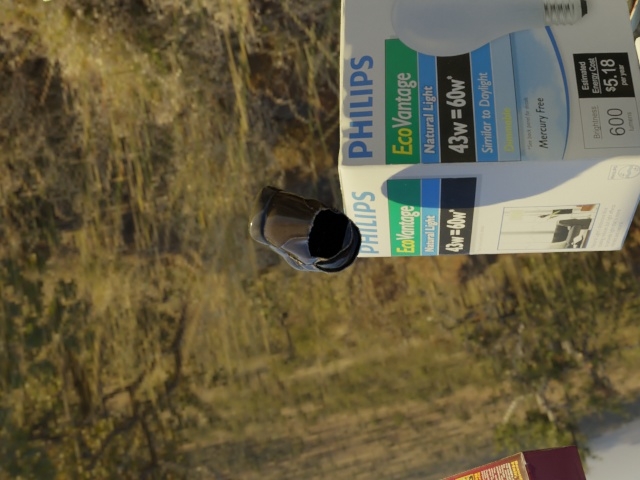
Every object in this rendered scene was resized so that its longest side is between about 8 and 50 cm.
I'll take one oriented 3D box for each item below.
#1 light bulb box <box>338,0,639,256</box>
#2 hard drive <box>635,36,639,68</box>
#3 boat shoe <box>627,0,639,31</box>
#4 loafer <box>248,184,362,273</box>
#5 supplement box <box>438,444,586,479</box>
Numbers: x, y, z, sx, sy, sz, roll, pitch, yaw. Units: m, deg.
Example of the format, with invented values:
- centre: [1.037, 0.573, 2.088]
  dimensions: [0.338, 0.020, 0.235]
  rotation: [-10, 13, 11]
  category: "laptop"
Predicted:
- centre: [0.208, -0.182, 1.257]
  dimensions: [0.361, 0.358, 0.225]
  rotation: [-2, 150, 5]
  category: "light bulb box"
- centre: [0.446, -0.052, 0.882]
  dimensions: [0.233, 0.353, 0.047]
  rotation: [-13, 163, 17]
  category: "hard drive"
- centre: [0.519, -0.405, 1.610]
  dimensions: [0.043, 0.137, 0.049]
  rotation: [12, 160, 24]
  category: "boat shoe"
- centre: [0.000, 0.000, 1.053]
  dimensions: [0.078, 0.080, 0.220]
  rotation: [18, 180, 26]
  category: "loafer"
- centre: [0.221, 0.307, 1.106]
  dimensions: [0.081, 0.104, 0.188]
  rotation: [-2, 159, -27]
  category: "supplement box"
